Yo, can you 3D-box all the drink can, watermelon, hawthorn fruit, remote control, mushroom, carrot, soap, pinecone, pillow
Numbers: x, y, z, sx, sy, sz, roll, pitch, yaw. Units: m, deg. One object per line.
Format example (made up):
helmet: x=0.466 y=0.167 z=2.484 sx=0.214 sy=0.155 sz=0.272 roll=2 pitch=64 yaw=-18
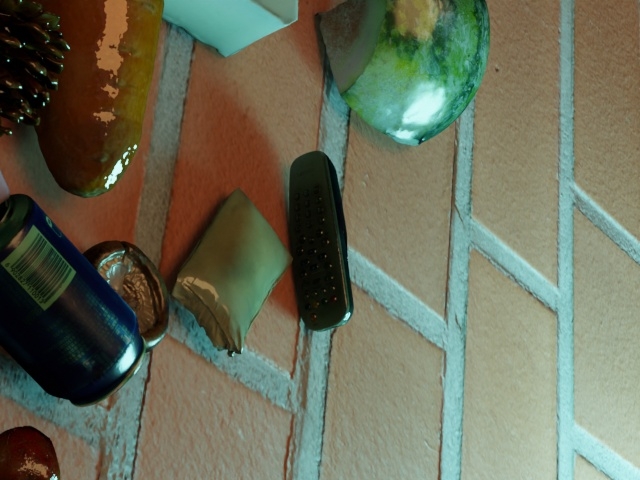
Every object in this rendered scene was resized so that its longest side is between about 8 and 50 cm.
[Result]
drink can: x=-0.261 y=0.058 z=1.643 sx=0.205 sy=0.118 sz=0.118 roll=52 pitch=38 yaw=-27
watermelon: x=0.135 y=-0.248 z=2.352 sx=0.305 sy=0.180 sz=0.224 roll=13 pitch=108 yaw=-56
hawthorn fruit: x=-0.273 y=0.207 z=1.596 sx=0.077 sy=0.077 sz=0.077 roll=29 pitch=52 yaw=-45
remote control: x=0.000 y=0.000 z=2.084 sx=0.042 sy=0.072 sz=0.222 roll=17 pitch=61 yaw=-50
mushroom: x=-0.206 y=0.060 z=1.780 sx=0.123 sy=0.052 sz=0.123 roll=25 pitch=53 yaw=-38
carrot: x=-0.237 y=-0.154 z=1.775 sx=0.159 sy=0.159 sz=0.225 roll=9 pitch=77 yaw=-53
soap: x=-0.124 y=-0.410 z=2.069 sx=0.208 sy=0.115 sz=0.347 roll=29 pitch=52 yaw=-46
pinecone: x=-0.318 y=-0.165 z=1.637 sx=0.173 sy=0.173 sz=0.173 roll=29 pitch=52 yaw=-45
pillow: x=-0.097 y=0.035 z=1.946 sx=0.119 sy=0.053 sz=0.208 roll=58 pitch=32 yaw=-22

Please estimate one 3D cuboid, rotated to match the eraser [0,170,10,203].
eraser: x=-0.425 y=-0.133 z=1.444 sx=0.272 sy=0.122 sz=0.359 roll=-58 pitch=133 yaw=-58
